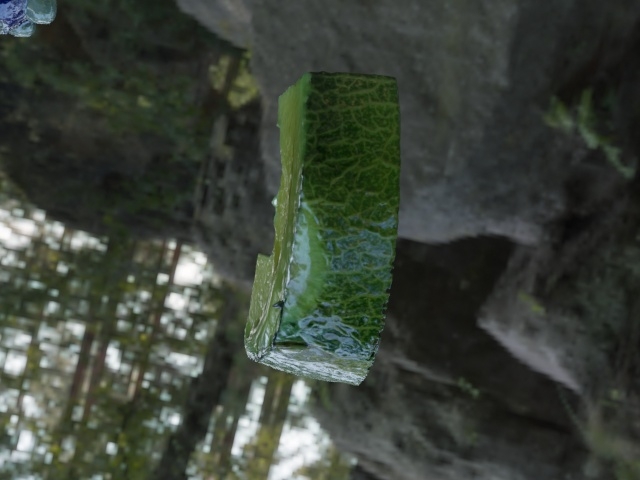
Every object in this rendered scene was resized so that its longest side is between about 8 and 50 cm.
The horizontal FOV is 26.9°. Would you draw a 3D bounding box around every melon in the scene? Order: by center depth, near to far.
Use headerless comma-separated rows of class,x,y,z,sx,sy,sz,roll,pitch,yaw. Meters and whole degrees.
melon,0.000,0.000,0.725,0.064,0.209,0.118,3,-153,-9

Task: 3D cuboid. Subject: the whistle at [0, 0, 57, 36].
whistle,-0.213,-0.164,0.800,0.244,0.092,0.110,-18,-177,-32
